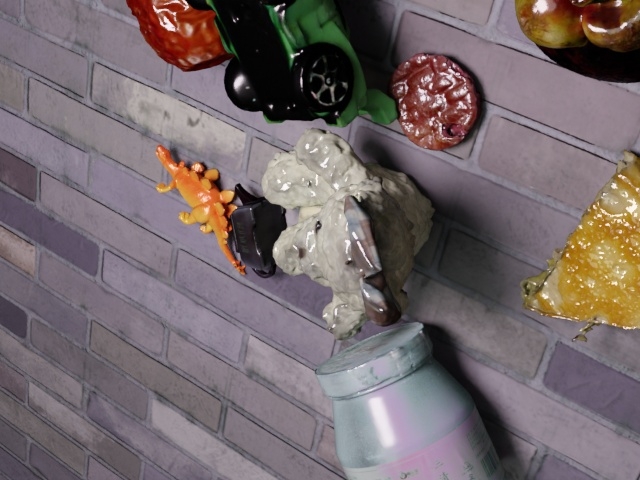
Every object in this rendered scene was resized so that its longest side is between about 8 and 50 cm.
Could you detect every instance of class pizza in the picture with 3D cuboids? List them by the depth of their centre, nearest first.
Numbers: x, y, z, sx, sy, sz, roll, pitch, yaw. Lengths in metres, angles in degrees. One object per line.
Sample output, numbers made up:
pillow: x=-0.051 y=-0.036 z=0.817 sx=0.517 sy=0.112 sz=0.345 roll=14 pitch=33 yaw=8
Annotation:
pizza: x=0.400 y=0.032 z=1.255 sx=0.288 sy=0.075 sz=0.279 roll=-22 pitch=92 yaw=41

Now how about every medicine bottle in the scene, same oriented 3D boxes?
medicine bottle: x=0.134 y=0.302 z=1.449 sx=0.245 sy=0.245 sz=0.289 roll=-23 pitch=93 yaw=40

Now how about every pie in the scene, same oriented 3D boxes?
pie: x=0.170 y=-0.209 z=1.339 sx=0.154 sy=0.038 sz=0.153 roll=13 pitch=114 yaw=33

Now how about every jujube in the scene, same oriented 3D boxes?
jujube: x=-0.214 y=-0.393 z=1.432 sx=0.213 sy=0.213 sz=0.232 roll=-13 pitch=100 yaw=39

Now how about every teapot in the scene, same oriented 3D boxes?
teapot: x=-0.119 y=-0.017 z=1.598 sx=0.096 sy=0.087 sz=0.177 roll=3 pitch=111 yaw=40

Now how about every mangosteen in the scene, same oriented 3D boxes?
mangosteen: x=0.340 y=-0.301 z=1.002 sx=0.275 sy=0.302 sz=0.274 roll=15 pitch=119 yaw=29

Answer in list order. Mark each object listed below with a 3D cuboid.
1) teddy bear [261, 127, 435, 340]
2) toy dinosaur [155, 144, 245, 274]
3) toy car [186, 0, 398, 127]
teddy bear: x=0.000 y=0.000 z=1.336 sx=0.376 sy=0.362 sz=0.327 roll=2 pitch=109 yaw=30
toy dinosaur: x=-0.206 y=-0.066 z=1.653 sx=0.117 sy=0.070 sz=0.288 roll=-35 pitch=92 yaw=39
toy car: x=-0.044 y=-0.296 z=1.296 sx=0.213 sy=0.176 sz=0.358 roll=10 pitch=131 yaw=52
